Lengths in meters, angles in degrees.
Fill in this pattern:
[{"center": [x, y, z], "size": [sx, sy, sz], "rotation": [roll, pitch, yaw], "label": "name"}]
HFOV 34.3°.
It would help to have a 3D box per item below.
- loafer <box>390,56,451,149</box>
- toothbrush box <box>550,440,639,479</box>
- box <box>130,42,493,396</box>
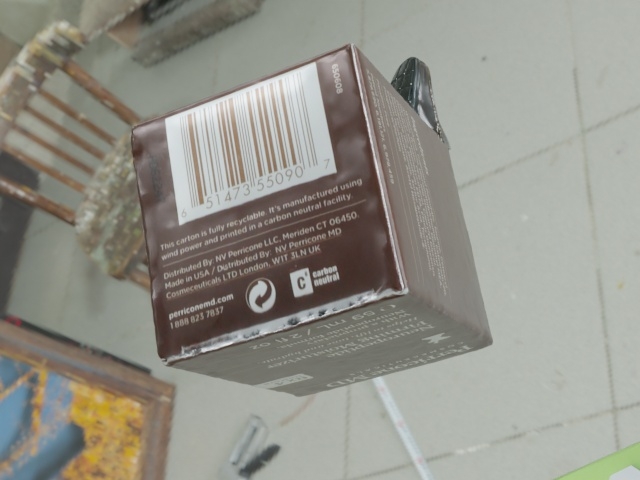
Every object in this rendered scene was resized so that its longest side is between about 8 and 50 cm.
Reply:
[{"center": [0.094, -0.091, 0.989], "size": [0.062, 0.061, 0.170], "rotation": [-23, 61, 62], "label": "loafer"}, {"center": [0.146, 0.251, 0.560], "size": [0.283, 0.122, 0.206], "rotation": [-23, 44, -2], "label": "toothbrush box"}, {"center": [0.000, 0.000, 0.714], "size": [0.168, 0.203, 0.167], "rotation": [-18, 69, 19], "label": "box"}]
